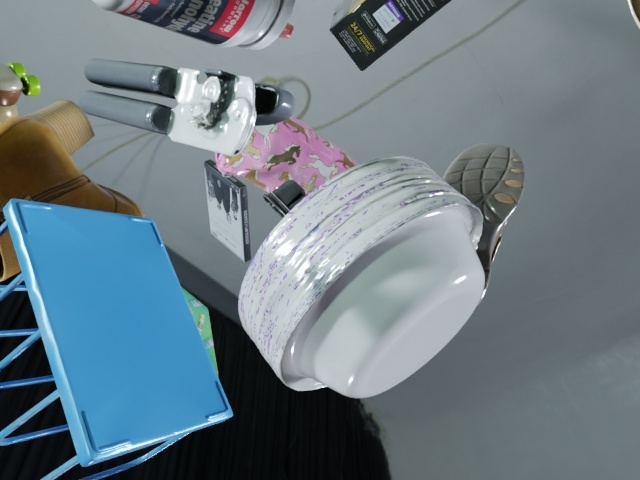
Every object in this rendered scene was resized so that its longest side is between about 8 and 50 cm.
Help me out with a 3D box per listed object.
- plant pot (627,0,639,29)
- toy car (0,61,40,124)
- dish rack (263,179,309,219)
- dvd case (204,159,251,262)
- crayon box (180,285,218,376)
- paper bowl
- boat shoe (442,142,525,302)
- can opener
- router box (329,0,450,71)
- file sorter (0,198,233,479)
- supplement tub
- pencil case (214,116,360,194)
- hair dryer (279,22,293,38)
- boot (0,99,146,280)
[{"bbox_3d":[0.593,-0.356,0.757,0.284,0.284,0.191,-36,160,28],"label":"plant pot"},{"bbox_3d":[-0.801,-0.333,1.347,0.155,0.149,0.188,-17,137,-49],"label":"toy car"},{"bbox_3d":[0.000,0.000,1.083,0.074,0.208,0.271,-41,164,-7],"label":"dish rack"},{"bbox_3d":[-0.253,-0.079,1.492,0.029,0.179,0.239,-26,135,-32],"label":"dvd case"},{"bbox_3d":[-0.282,0.214,1.001,0.165,0.278,0.081,-44,113,2],"label":"crayon box"},{"bbox_3d":[0.065,0.060,0.608,0.284,0.148,0.284,-31,148,-21],"label":"paper bowl"},{"bbox_3d":[0.221,-0.015,0.843,0.123,0.324,0.116,24,153,15],"label":"boat shoe"},{"bbox_3d":[-0.155,-0.142,0.578,0.093,0.280,0.074,4,101,-56],"label":"can opener"},{"bbox_3d":[0.136,-0.406,0.873,0.243,0.309,0.081,-35,112,19],"label":"router box"},{"bbox_3d":[-0.165,0.075,0.385,0.104,0.170,0.118,-35,160,22],"label":"file sorter"},{"bbox_3d":[-0.188,-0.402,0.809,0.272,0.191,0.191,2,142,-45],"label":"supplement tub"},{"bbox_3d":[-0.042,-0.150,1.188,0.386,0.160,0.167,27,138,-27],"label":"pencil case"},{"bbox_3d":[-0.166,-0.655,1.433,0.223,0.080,0.293,-30,118,7],"label":"hair dryer"},{"bbox_3d":[-0.331,-0.012,0.694,0.104,0.211,0.295,-1,127,19],"label":"boot"}]
